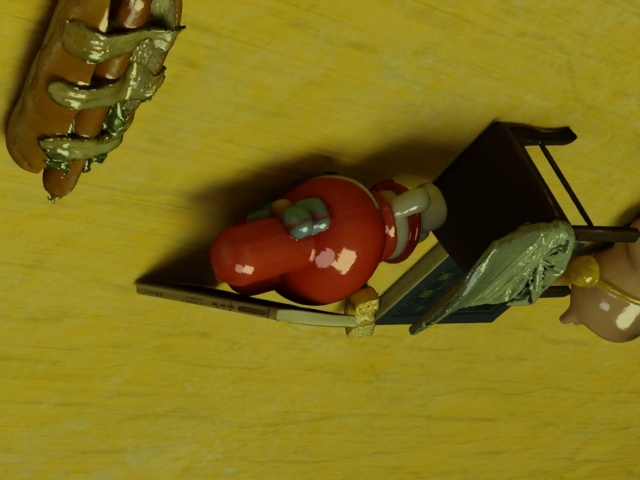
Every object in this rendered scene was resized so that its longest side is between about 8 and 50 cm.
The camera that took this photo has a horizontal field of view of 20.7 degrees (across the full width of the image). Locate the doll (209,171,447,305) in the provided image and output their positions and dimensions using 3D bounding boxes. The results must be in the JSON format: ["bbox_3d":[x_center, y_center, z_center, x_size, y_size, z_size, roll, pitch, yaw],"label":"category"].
[{"bbox_3d":[0.000,0.000,1.824,0.290,0.130,0.161,-14,166,-34],"label":"doll"}]

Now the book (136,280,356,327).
[{"bbox_3d":[-0.079,0.067,1.849,0.198,0.016,0.138,9,-179,38],"label":"book"}]

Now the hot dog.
[{"bbox_3d":[-0.189,-0.128,1.447,0.109,0.072,0.269,-9,148,-33],"label":"hot dog"}]

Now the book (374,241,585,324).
[{"bbox_3d":[0.202,0.048,2.269,0.269,0.025,0.191,2,142,-49],"label":"book"}]

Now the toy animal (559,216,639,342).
[{"bbox_3d":[0.435,0.049,2.393,0.248,0.149,0.165,-29,174,29],"label":"toy animal"}]

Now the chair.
[{"bbox_3d":[0.191,-0.015,1.933,0.319,0.186,0.160,-5,148,-49],"label":"chair"}]

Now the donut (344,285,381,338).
[{"bbox_3d":[0.051,0.090,2.143,0.037,0.067,0.083,-6,-175,-10],"label":"donut"}]
